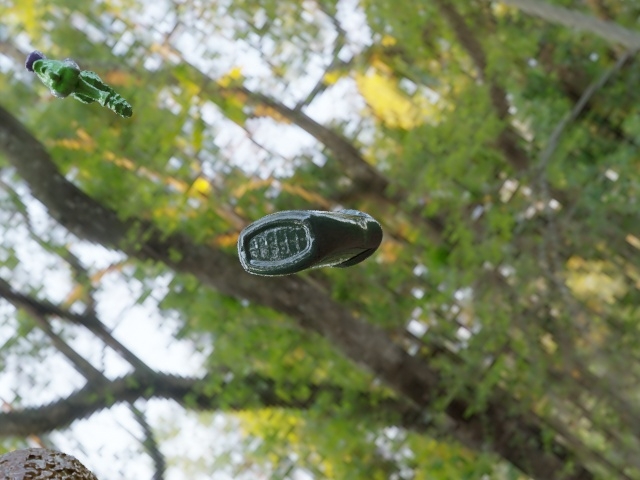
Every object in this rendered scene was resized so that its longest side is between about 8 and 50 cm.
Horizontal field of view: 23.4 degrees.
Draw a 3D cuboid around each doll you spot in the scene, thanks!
[{"bbox_3d":[-0.312,-0.203,2.044,0.050,0.115,0.190,-55,-21,7],"label":"doll"}]

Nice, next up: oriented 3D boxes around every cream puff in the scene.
[{"bbox_3d":[-0.443,0.473,2.411,0.303,0.212,0.303,-24,-60,-52],"label":"cream puff"}]

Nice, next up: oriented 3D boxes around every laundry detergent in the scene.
[{"bbox_3d":[0.000,0.000,1.930,0.144,0.078,0.222,-14,-4,28],"label":"laundry detergent"}]
